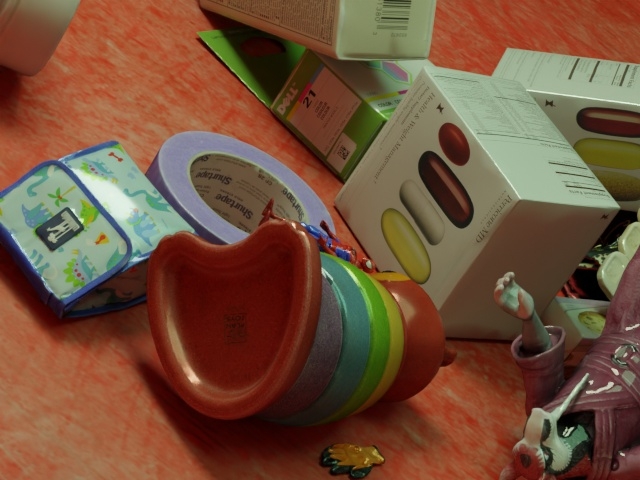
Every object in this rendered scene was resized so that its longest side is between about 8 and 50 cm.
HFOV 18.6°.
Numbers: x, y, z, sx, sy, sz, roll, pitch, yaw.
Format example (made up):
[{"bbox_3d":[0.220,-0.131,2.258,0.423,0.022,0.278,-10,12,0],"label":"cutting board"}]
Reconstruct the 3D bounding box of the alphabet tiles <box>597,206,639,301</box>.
[{"bbox_3d":[0.412,0.093,2.103,0.278,0.021,0.284,52,46,-12],"label":"alphabet tiles"}]

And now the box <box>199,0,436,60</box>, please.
[{"bbox_3d":[-0.006,-0.296,2.146,0.121,0.148,0.311,-3,19,-31],"label":"box"}]

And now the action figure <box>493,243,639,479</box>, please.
[{"bbox_3d":[0.290,0.129,1.889,0.370,0.275,0.248,-40,73,-22],"label":"action figure"}]

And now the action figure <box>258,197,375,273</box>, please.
[{"bbox_3d":[0.000,0.000,1.803,0.115,0.030,0.038,30,24,-10],"label":"action figure"}]

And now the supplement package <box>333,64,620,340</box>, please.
[{"bbox_3d":[0.155,-0.035,2.002,0.149,0.194,0.203,5,40,-40],"label":"supplement package"}]

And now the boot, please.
[{"bbox_3d":[0.335,0.011,2.232,0.178,0.085,0.236,0,42,-41],"label":"boot"}]

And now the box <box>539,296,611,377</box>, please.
[{"bbox_3d":[0.361,0.112,2.122,0.324,0.063,0.067,7,41,-39],"label":"box"}]

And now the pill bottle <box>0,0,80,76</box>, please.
[{"bbox_3d":[-0.401,-0.301,1.835,0.361,0.204,0.204,24,30,-18],"label":"pill bottle"}]

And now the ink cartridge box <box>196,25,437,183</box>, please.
[{"bbox_3d":[0.015,-0.192,2.199,0.255,0.097,0.189,45,31,18],"label":"ink cartridge box"}]

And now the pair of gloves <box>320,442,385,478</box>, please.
[{"bbox_3d":[0.041,0.209,1.710,0.074,0.010,0.083,2,43,-44],"label":"pair of gloves"}]

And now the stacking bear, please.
[{"bbox_3d":[0.006,0.082,1.722,0.289,0.175,0.164,10,77,-53],"label":"stacking bear"}]

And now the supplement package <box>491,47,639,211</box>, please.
[{"bbox_3d":[0.318,-0.126,2.265,0.244,0.139,0.134,8,26,13],"label":"supplement package"}]

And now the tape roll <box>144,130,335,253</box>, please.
[{"bbox_3d":[-0.086,-0.013,1.846,0.189,0.080,0.189,26,30,-16],"label":"tape roll"}]

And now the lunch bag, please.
[{"bbox_3d":[-0.205,-0.005,1.708,0.151,0.096,0.129,-24,63,-41],"label":"lunch bag"}]
